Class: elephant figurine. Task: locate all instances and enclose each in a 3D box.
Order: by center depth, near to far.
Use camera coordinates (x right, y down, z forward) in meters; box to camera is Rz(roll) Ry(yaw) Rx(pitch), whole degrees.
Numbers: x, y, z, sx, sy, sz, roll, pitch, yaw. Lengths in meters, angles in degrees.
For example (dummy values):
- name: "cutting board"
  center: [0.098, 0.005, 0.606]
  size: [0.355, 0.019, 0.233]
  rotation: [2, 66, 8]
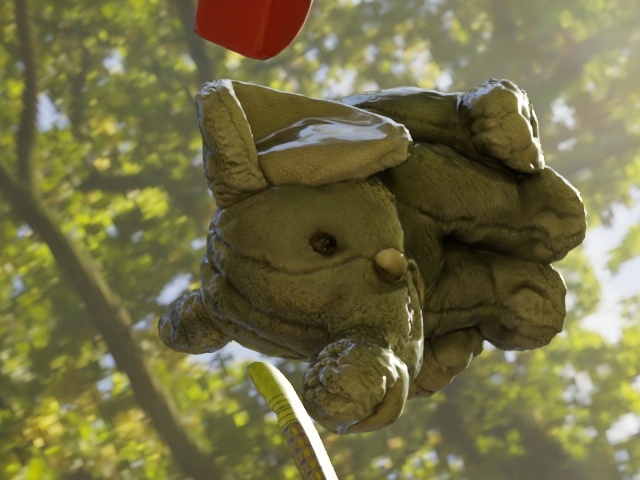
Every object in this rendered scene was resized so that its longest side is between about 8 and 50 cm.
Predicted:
- name: "elephant figurine"
  center: [0.000, 0.000, 0.815]
  size: [0.239, 0.186, 0.169]
  rotation: [-12, -97, -51]

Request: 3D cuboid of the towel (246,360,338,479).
- name: "towel"
  center: [0.005, 0.074, 0.457]
  size: [0.060, 0.009, 0.083]
  rotation: [65, 180, -64]

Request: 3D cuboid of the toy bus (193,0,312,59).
- name: "toy bus"
  center: [-0.057, -0.161, 0.501]
  size: [0.104, 0.202, 0.191]
  rotation: [-4, -128, -46]
